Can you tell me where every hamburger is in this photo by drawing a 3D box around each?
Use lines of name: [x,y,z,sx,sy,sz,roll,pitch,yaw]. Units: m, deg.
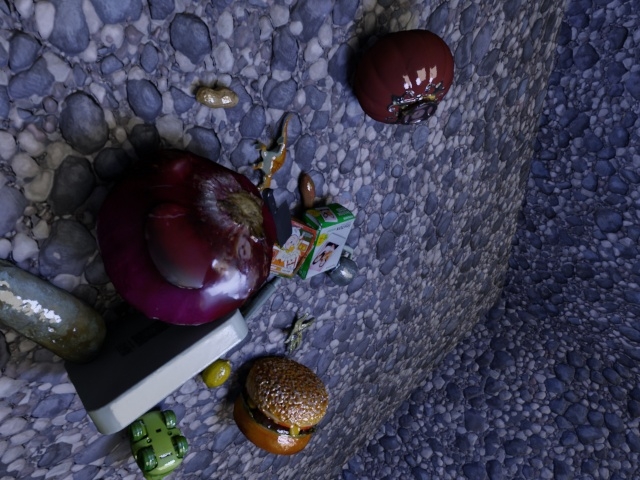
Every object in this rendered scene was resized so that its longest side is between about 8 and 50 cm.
hamburger: [-0.141,0.592,1.698,0.330,0.330,0.250,15,102,-53]

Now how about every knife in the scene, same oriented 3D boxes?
knife: [-0.107,-0.068,1.210,0.072,0.019,0.245,-55,157,-24]

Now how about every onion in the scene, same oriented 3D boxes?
onion: [-0.338,0.013,1.068,0.420,0.398,0.398,-25,165,39]

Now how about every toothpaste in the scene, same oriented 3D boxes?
toothpaste: [-0.219,0.218,1.541,0.037,0.067,0.255,49,66,-15]

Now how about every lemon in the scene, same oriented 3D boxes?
lemon: [-0.344,0.439,1.545,0.110,0.082,0.082,-49,144,-11]

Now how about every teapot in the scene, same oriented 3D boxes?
teapot: [0.082,0.092,1.758,0.108,0.111,0.149,36,93,-41]

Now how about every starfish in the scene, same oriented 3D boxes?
starfish: [-0.085,0.356,1.812,0.217,0.050,0.223,-21,143,-48]

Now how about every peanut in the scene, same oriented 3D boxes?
peanut: [-0.244,-0.339,1.095,0.113,0.054,0.054,-14,126,-44]

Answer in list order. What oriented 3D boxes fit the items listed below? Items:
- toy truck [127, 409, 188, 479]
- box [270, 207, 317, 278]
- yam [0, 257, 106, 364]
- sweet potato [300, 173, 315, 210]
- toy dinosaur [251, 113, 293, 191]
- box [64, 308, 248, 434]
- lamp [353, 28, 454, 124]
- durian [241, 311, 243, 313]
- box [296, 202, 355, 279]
toy truck: [-0.505,0.646,1.421,0.148,0.187,0.210,-7,121,-41]
box: [-0.144,-0.002,1.384,0.195,0.148,0.177,23,97,-54]
yam: [-0.606,0.144,0.984,0.133,0.133,0.330,-48,139,-13]
sweet potato: [-0.034,-0.127,1.508,0.050,0.050,0.214,-40,145,-23]
toy dinosaur: [-0.120,-0.237,1.314,0.212,0.057,0.142,-46,155,-13]
box: [-0.398,0.260,1.107,0.373,0.367,0.090,-35,114,-28]
lamp: [0.248,-0.481,1.378,0.303,0.257,0.303,-19,165,-5]
durian: [-0.332,0.264,1.413,0.137,0.095,0.221,-40,170,12]
box: [0.000,0.000,1.561,0.180,0.103,0.250,-21,143,-40]
